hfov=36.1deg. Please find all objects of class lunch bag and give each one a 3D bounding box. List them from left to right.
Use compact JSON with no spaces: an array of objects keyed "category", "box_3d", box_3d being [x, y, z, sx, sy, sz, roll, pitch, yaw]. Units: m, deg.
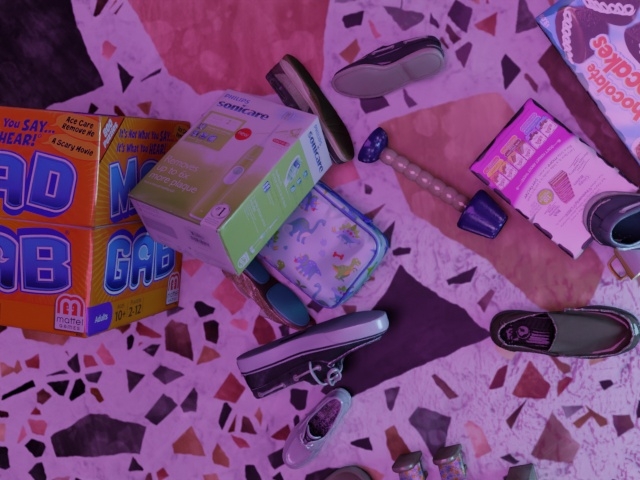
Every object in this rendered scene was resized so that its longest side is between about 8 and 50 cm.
[{"category":"lunch bag","box_3d":[0.000,0.000,1.750,0.219,0.090,0.176,39,103,11]}]

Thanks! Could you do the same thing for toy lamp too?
[{"category":"toy lamp","box_3d":[0.197,-0.096,1.696,0.274,0.080,0.080,36,103,12]}]

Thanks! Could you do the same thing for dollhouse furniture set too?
[{"category":"dollhouse furniture set","box_3d":[0.250,0.470,1.676,0.242,0.161,0.212,-15,90,16]}]

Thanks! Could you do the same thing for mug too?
[{"category":"mug","box_3d":[0.512,0.027,1.623,0.078,0.062,0.064,-39,75,8]}]

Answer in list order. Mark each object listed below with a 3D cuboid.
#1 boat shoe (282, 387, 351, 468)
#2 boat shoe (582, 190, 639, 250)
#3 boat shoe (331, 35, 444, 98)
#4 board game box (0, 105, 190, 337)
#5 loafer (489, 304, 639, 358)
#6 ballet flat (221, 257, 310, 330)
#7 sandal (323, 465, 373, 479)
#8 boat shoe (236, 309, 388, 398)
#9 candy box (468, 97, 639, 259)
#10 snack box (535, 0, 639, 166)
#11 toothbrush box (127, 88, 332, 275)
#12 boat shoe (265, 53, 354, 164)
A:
[{"category":"boat shoe","box_3d":[-0.011,0.349,1.792,0.066,0.063,0.184,46,104,8]},{"category":"boat shoe","box_3d":[0.581,-0.025,1.543,0.319,0.099,0.116,0,108,-2]},{"category":"boat shoe","box_3d":[0.118,-0.306,1.721,0.206,0.075,0.065,-13,47,22]},{"category":"board game box","box_3d":[-0.472,-0.052,1.742,0.356,0.356,0.357,7,97,15]},{"category":"loafer","box_3d":[0.407,0.160,1.647,0.251,0.087,0.095,-4,93,16]},{"category":"ballet flat","box_3d":[-0.104,0.097,1.809,0.206,0.073,0.067,47,132,11]},{"category":"sandal","box_3d":[-0.023,0.530,1.797,0.120,0.086,0.303,41,103,10]},{"category":"boat shoe","box_3d":[-0.006,0.212,1.758,0.306,0.113,0.105,-22,94,19]},{"category":"candy box","box_3d":[0.388,-0.103,1.641,0.233,0.071,0.159,43,103,9]},{"category":"snack box","box_3d":[0.518,-0.286,1.596,0.187,0.060,0.322,-36,84,16]},{"category":"toothbrush box","box_3d":[-0.149,-0.105,1.668,0.206,0.122,0.283,22,57,31]},{"category":"boat shoe","box_3d":[-0.021,-0.224,1.751,0.073,0.080,0.224,-34,82,24]}]
